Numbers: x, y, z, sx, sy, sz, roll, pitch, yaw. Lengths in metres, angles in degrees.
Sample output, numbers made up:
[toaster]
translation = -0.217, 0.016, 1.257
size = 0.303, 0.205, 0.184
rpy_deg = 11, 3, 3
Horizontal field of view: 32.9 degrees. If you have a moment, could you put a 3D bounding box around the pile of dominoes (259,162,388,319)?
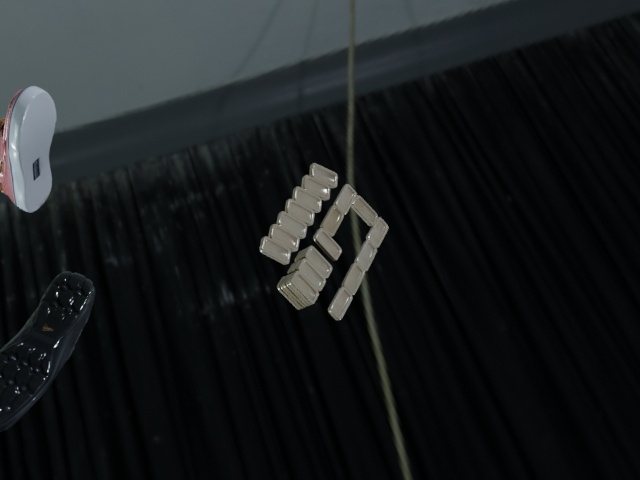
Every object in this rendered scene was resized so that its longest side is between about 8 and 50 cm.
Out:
[pile of dominoes]
translation = 0.000, 0.000, 1.840
size = 0.040, 0.251, 0.196
rpy_deg = -23, 118, 45

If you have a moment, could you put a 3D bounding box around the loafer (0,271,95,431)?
[loafer]
translation = -0.337, 0.138, 1.296
size = 0.076, 0.223, 0.078
rpy_deg = 24, 145, 4

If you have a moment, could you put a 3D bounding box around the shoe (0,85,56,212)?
[shoe]
translation = -0.338, -0.109, 1.175
size = 0.063, 0.081, 0.178
rpy_deg = -51, 167, -38
